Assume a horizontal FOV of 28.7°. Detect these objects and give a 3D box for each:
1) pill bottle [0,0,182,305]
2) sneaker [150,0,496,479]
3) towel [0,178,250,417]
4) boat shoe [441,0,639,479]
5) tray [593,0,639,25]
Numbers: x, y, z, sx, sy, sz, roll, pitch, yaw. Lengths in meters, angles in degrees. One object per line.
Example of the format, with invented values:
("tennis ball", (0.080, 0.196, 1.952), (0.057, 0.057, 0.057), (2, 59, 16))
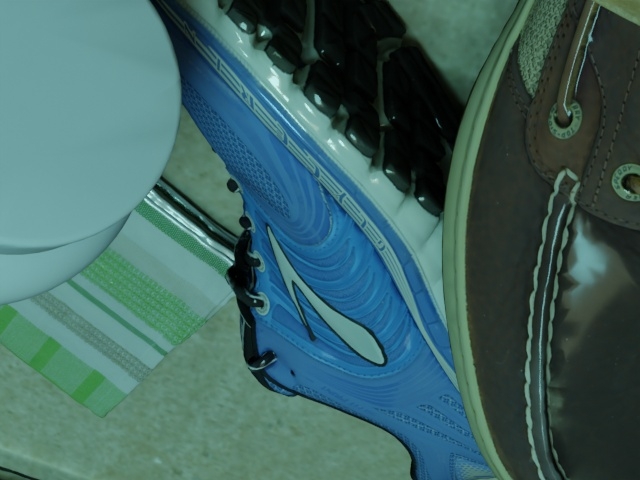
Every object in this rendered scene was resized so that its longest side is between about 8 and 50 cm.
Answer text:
("pill bottle", (-0.148, -0.041, 0.491), (0.136, 0.136, 0.246), (49, 156, -18))
("sneaker", (0.000, 0.000, 0.553), (0.147, 0.129, 0.330), (-29, 112, 25))
("towel", (-0.118, 0.021, 0.662), (0.113, 0.023, 0.152), (40, 125, -10))
("boat shoe", (0.130, -0.051, 0.422), (0.123, 0.123, 0.341), (10, 101, -16))
("tray", (0.200, -0.095, 0.263), (0.411, 0.076, 0.202), (37, 112, 30))
